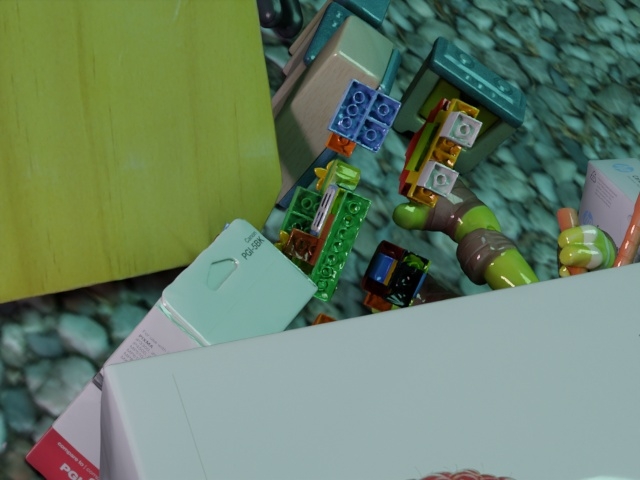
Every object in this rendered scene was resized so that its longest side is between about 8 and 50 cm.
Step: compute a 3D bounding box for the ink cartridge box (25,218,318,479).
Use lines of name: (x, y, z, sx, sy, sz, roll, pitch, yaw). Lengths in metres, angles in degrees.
ink cartridge box: (-0.074, 0.066, 0.872, 0.056, 0.135, 0.099, 42, 35, 0)

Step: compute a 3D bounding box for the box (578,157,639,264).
box: (0.191, 0.064, 1.051, 0.038, 0.186, 0.145, -5, 29, -19)

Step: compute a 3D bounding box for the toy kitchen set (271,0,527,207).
toy kitchen set: (0.063, -0.091, 1.182, 0.166, 0.122, 0.207, 34, 36, -11)

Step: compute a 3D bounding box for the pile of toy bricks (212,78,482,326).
pile of toy bricks: (0.000, 0.000, 1.017, 0.118, 0.212, 0.105, 26, 0, -11)

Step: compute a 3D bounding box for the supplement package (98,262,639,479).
supplement package: (0.061, 0.144, 0.788, 0.293, 0.175, 0.177, -11, 54, -17)

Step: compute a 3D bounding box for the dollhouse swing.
dollhouse swing: (-0.222, -0.148, 1.029, 0.315, 0.304, 0.347, 13, 17, 38)

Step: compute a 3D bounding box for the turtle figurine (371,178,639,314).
turtle figurine: (0.130, 0.044, 1.025, 0.087, 0.269, 0.217, -21, 42, -30)

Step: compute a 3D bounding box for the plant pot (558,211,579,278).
plant pot: (0.340, -0.008, 1.243, 0.237, 0.254, 0.237, 24, 39, -22)

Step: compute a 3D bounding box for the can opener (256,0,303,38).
can opener: (-0.053, -0.229, 1.279, 0.059, 0.073, 0.186, 17, 50, -43)
